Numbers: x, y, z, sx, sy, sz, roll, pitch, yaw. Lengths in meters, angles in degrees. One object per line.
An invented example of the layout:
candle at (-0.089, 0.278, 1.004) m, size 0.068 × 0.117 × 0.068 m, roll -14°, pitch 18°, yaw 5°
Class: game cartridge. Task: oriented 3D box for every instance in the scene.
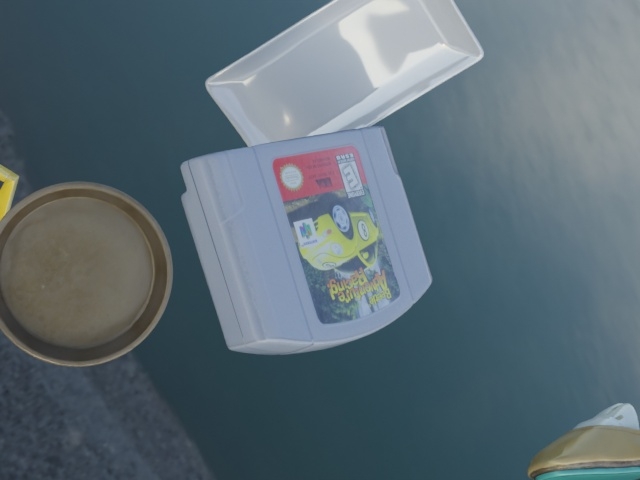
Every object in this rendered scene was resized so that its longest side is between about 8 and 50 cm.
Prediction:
game cartridge at (0.000, 0.000, 1.163) m, size 0.294 × 0.060 × 0.196 m, roll -17°, pitch 93°, yaw -53°

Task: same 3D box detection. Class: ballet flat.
ballet flat at (0.266, 0.170, 1.026) m, size 0.232 × 0.080 × 0.073 m, roll 8°, pitch 64°, yaw -25°

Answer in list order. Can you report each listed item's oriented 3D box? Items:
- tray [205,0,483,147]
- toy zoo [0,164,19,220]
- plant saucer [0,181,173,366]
tray at (0.025, -0.188, 1.328) m, size 0.145 × 0.270 × 0.030 m, roll 54°, pitch 12°, yaw -28°
toy zoo at (-0.660, -0.086, 2.174) m, size 0.293 × 0.192 × 0.030 m, roll 31°, pitch 21°, yaw -7°
plant saucer at (-0.360, 0.049, 1.847) m, size 0.278 × 0.278 × 0.041 m, roll 51°, pitch -6°, yaw -16°
